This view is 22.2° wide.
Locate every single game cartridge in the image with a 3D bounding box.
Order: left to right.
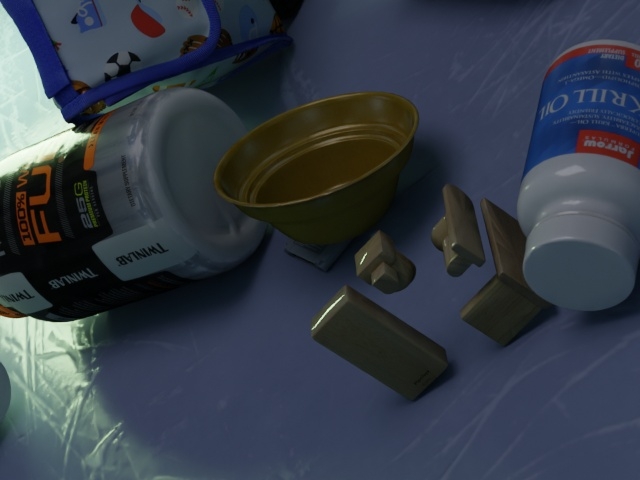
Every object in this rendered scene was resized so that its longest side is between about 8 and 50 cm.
[{"bbox_3d":[0.000,0.000,1.681,0.056,0.017,0.083,-53,32,-8],"label":"game cartridge"}]

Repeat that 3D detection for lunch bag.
[{"bbox_3d":[-0.242,-0.313,1.898,0.239,0.328,0.385,-27,-1,29],"label":"lunch bag"}]

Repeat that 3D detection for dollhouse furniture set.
[{"bbox_3d":[0.091,0.036,1.435,0.151,0.144,0.123,-47,23,24],"label":"dollhouse furniture set"}]

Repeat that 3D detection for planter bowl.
[{"bbox_3d":[0.008,-0.058,1.644,0.217,0.090,0.217,-17,28,9],"label":"planter bowl"}]

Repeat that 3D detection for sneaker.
[{"bbox_3d":[-0.058,-0.333,2.118,0.089,0.051,0.170,-12,39,42],"label":"sneaker"}]

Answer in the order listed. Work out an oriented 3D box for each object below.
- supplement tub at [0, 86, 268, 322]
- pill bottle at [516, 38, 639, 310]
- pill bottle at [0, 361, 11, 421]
[{"bbox_3d":[-0.239,-0.028,1.806,0.338,0.207,0.207,-19,39,36],"label":"supplement tub"},{"bbox_3d":[0.232,-0.054,1.371,0.124,0.124,0.222,-19,40,35],"label":"pill bottle"},{"bbox_3d":[-0.460,0.171,1.896,0.229,0.131,0.131,0,52,49],"label":"pill bottle"}]
